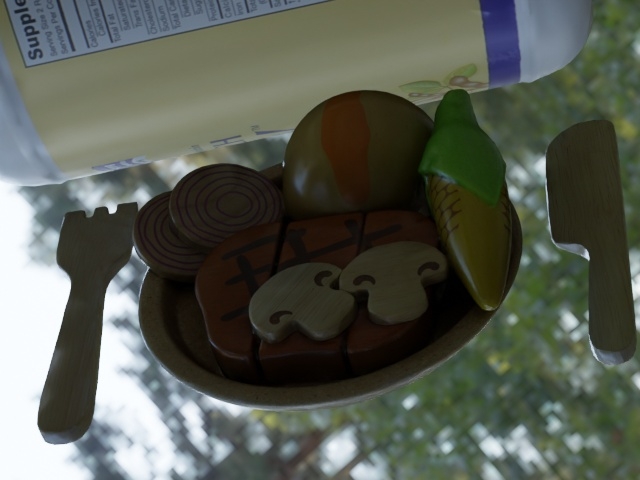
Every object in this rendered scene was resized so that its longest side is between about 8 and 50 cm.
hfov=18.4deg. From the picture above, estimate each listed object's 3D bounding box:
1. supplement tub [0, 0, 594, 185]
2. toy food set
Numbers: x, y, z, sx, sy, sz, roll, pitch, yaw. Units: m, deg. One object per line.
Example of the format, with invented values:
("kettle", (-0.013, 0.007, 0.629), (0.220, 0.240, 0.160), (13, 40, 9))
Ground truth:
("supplement tub", (-0.065, -0.157, 0.859), (0.241, 0.331, 0.241), (-12, -90, -87))
("toy food set", (0.000, 0.000, 0.618), (0.132, 0.192, 0.038), (-89, -14, -51))
